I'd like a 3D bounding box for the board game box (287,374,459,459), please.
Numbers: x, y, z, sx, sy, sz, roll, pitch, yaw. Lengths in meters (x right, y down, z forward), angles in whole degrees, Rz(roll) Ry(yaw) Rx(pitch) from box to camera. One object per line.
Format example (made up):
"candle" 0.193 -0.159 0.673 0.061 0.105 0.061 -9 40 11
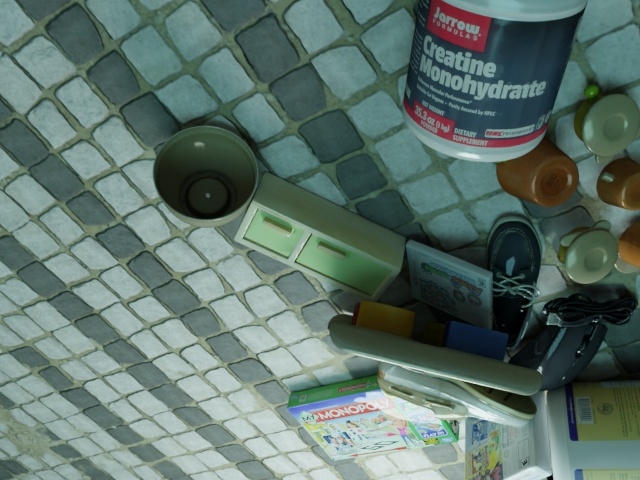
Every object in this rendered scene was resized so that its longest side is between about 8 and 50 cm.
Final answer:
"board game box" 0.114 0.386 1.501 0.317 0.046 0.213 -18 125 27

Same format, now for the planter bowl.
"planter bowl" -0.182 -0.088 1.105 0.162 0.162 0.109 17 159 0

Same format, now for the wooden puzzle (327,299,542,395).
"wooden puzzle" 0.175 0.162 1.157 0.322 0.348 0.081 14 88 2

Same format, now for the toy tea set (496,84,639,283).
"toy tea set" 0.397 -0.062 1.022 0.200 0.124 0.336 -34 116 2

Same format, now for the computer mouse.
"computer mouse" 0.426 0.198 1.209 0.188 0.072 0.272 1 140 -21

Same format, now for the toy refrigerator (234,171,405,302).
"toy refrigerator" 0.000 0.000 1.161 0.269 0.094 0.102 26 132 -8

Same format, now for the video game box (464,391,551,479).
"video game box" 0.359 0.389 1.334 0.048 0.205 0.187 34 130 -18

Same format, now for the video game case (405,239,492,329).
"video game case" 0.220 0.077 1.167 0.157 0.019 0.143 24 146 32

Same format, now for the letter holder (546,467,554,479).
"letter holder" 0.581 0.574 1.479 0.214 0.152 0.302 -16 125 28

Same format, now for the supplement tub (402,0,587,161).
"supplement tub" 0.208 -0.251 0.825 0.191 0.191 0.272 9 132 6

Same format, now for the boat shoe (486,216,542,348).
"boat shoe" 0.320 0.076 1.156 0.095 0.079 0.255 6 131 13

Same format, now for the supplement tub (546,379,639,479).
"supplement tub" 0.592 0.373 1.239 0.331 0.241 0.241 -6 128 19

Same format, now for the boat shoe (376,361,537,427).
"boat shoe" 0.253 0.287 1.309 0.302 0.113 0.103 23 112 16
